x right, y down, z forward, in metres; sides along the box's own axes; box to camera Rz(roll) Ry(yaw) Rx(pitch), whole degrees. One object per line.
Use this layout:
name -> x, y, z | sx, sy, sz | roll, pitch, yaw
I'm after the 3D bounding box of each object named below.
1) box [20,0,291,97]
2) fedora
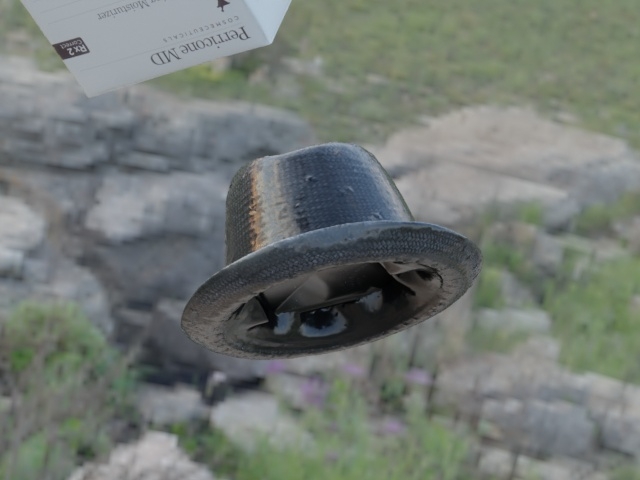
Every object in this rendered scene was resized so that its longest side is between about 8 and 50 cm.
box -> -0.113, -0.227, 1.465 | 0.181, 0.119, 0.182 | -14, 36, 30
fedora -> 0.000, 0.000, 1.840 | 0.334, 0.334, 0.153 | -2, 69, -30
